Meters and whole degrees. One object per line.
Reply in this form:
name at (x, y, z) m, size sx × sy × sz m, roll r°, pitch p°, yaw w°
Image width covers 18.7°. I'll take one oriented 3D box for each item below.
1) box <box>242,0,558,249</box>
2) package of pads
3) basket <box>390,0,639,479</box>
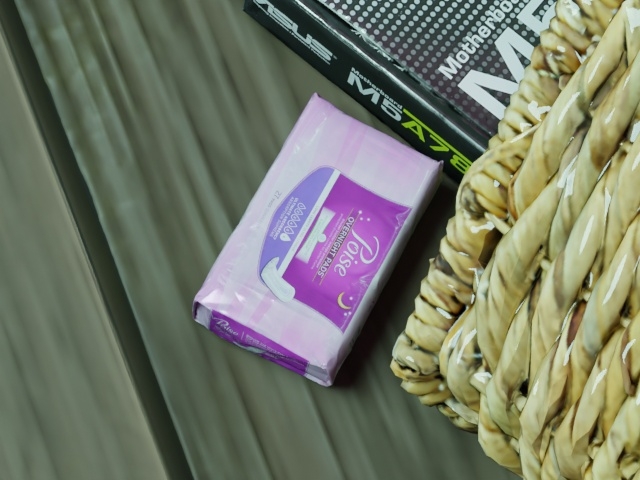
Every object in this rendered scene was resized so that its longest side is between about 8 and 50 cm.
box at (0.103, -0.093, 0.649) m, size 0.184 × 0.045 × 0.190 m, roll 41°, pitch 73°, yaw 4°
package of pads at (0.000, 0.000, 0.616) m, size 0.050 × 0.032 × 0.083 m, roll 28°, pitch 73°, yaw 4°
basket at (0.207, -0.023, 0.545) m, size 0.223 × 0.213 × 0.299 m, roll 36°, pitch 106°, yaw 42°
